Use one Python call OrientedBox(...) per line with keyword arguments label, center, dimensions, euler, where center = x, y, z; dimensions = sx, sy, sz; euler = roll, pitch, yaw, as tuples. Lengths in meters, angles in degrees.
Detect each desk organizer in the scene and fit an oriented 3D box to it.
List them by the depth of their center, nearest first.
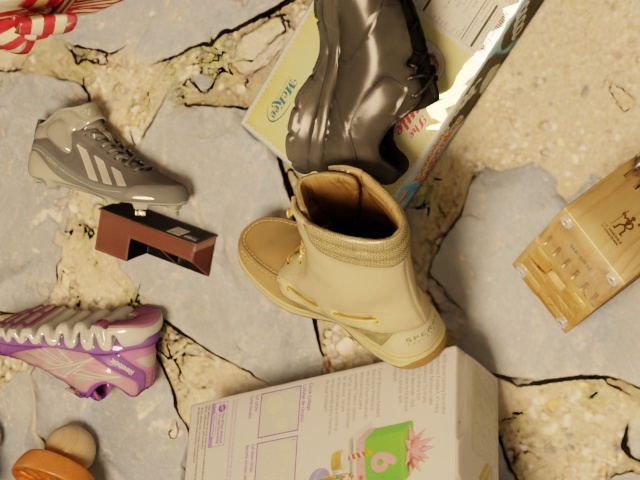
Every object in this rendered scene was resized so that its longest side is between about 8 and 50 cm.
OrientedBox(label="desk organizer", center=(-0.183, 0.002, 1.745), dimensions=(0.130, 0.047, 0.050), euler=(20, 111, 24))

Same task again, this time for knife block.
OrientedBox(label="knife block", center=(0.320, -0.040, 1.459), dimensions=(0.088, 0.242, 0.275), euler=(54, 164, 10))

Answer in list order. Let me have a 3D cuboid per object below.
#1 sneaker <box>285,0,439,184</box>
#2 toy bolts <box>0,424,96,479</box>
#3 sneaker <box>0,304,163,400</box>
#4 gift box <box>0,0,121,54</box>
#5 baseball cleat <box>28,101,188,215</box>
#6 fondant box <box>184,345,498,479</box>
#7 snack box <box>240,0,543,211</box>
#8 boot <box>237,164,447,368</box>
OrientedBox(label="sneaker", center=(0.057, -0.184, 1.487), dimensions=(0.130, 0.109, 0.286), euler=(19, 119, 17))
OrientedBox(label="toy bolts", center=(-0.363, 0.304, 1.885), dimensions=(0.228, 0.158, 0.218), euler=(13, 147, 15))
OrientedBox(label="sneaker", center=(-0.281, 0.132, 1.804), dimensions=(0.236, 0.095, 0.104), euler=(0, 108, 27))
OrientedBox(label="gift box", center=(-0.294, -0.328, 1.599), dimensions=(0.255, 0.276, 0.258), euler=(176, 82, -69))
OrientedBox(label="baseball cleat", center=(-0.235, -0.093, 1.740), dimensions=(0.206, 0.072, 0.109), euler=(12, 99, 22))
OrientedBox(label="fondant box", center=(0.015, 0.259, 1.598), dimensions=(0.330, 0.096, 0.238), euler=(-16, 56, 31))
OrientedBox(label="snack box", center=(0.074, -0.188, 1.560), dimensions=(0.187, 0.060, 0.322), euler=(40, 116, 16))
OrientedBox(label="boot", center=(0.000, 0.000, 1.547), dimensions=(0.262, 0.095, 0.203), euler=(32, 156, 36))
